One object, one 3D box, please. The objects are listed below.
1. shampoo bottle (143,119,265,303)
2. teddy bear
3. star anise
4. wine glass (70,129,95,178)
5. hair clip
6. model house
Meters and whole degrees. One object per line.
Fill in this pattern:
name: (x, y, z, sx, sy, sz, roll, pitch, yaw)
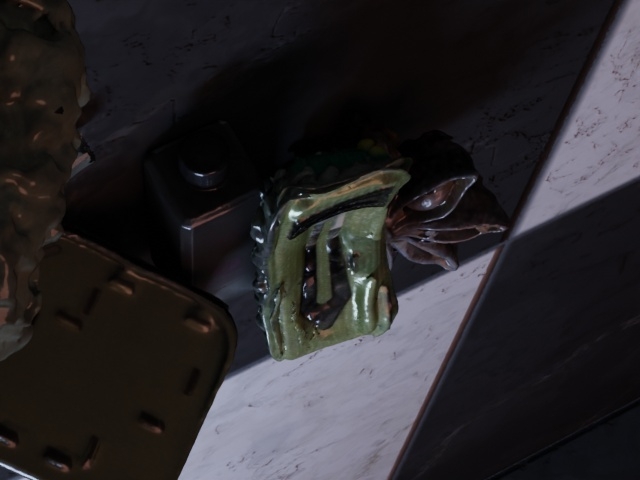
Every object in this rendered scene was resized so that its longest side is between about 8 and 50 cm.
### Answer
shampoo bottle: (-0.097, -0.020, 1.514, 0.080, 0.079, 0.246, -27, 160, -14)
teddy bear: (-0.345, 0.001, 1.088, 0.367, 0.224, 0.357, 2, 146, -33)
star anise: (0.051, -0.040, 1.649, 0.223, 0.109, 0.236, 9, 149, -25)
wine glass: (-0.209, -0.050, 1.343, 0.083, 0.039, 0.042, -36, 159, 1)
hair clip: (-0.001, -0.002, 1.508, 0.138, 0.091, 0.321, -17, 154, -11)
model house: (-0.234, 0.105, 1.576, 0.205, 0.218, 0.278, -64, -161, -10)
